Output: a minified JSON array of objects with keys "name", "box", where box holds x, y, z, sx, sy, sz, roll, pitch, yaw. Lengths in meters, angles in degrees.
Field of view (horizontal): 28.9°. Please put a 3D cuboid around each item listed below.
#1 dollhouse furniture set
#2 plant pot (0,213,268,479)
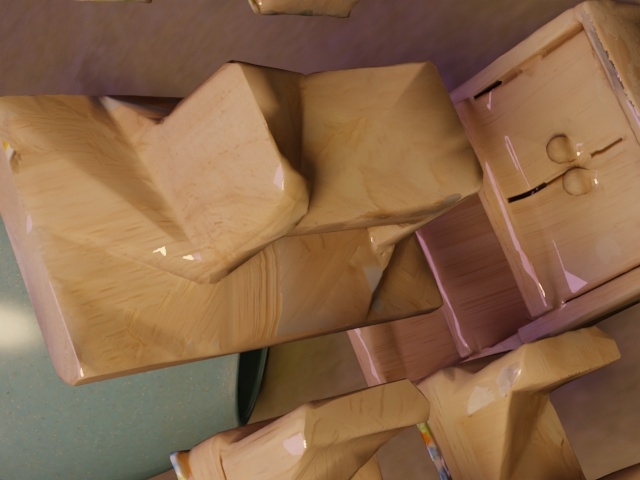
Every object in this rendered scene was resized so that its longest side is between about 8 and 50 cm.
[{"name":"dollhouse furniture set","box":[0.000,0.000,0.636,0.256,0.394,0.362,-34,72,40]},{"name":"plant pot","box":[-0.140,0.054,0.887,0.195,0.290,0.290,8,102,7]}]
